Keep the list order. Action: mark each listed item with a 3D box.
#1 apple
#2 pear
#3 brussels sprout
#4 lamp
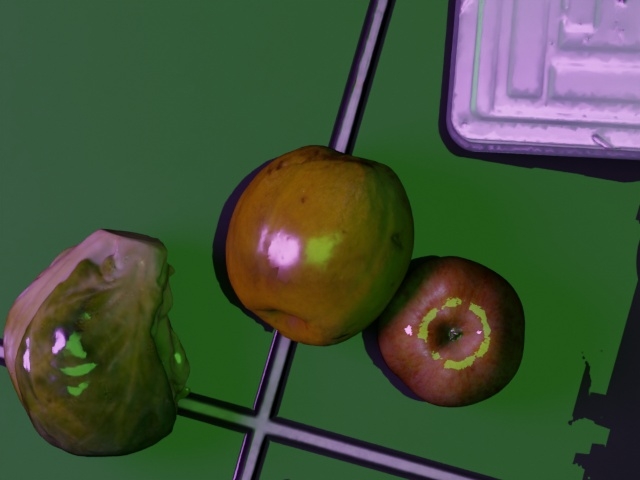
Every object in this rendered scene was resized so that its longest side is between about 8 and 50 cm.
[{"bbox_3d":[0.112,0.076,1.609,0.126,0.102,0.126,0,90,-7],"label":"apple"},{"bbox_3d":[0.000,0.000,1.577,0.148,0.149,0.162,23,79,-5],"label":"pear"},{"bbox_3d":[-0.180,0.084,1.562,0.145,0.131,0.183,-10,95,-11],"label":"brussels sprout"},{"bbox_3d":[0.239,-0.199,1.593,0.269,0.047,0.267,4,90,26],"label":"lamp"}]
